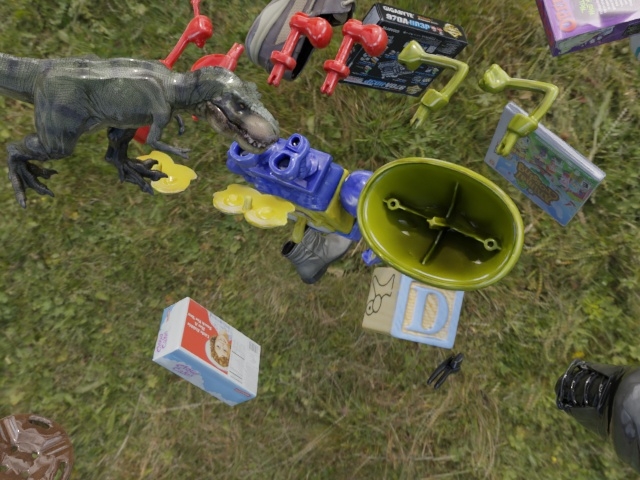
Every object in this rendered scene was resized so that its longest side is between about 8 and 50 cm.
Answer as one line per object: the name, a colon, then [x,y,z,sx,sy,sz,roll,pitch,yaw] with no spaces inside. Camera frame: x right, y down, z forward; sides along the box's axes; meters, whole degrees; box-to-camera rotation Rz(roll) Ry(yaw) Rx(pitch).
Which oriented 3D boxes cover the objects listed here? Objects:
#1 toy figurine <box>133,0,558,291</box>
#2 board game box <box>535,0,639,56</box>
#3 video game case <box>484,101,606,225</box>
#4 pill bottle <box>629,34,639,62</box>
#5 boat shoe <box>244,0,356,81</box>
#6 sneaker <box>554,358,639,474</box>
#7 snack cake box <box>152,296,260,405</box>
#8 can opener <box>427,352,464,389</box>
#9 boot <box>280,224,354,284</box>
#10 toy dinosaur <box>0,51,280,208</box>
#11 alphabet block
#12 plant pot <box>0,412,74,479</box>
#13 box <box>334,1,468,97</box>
toy figurine: [0.023,-0.072,0.563,0.363,0.217,0.191,20,83,19]
board game box: [0.388,-0.440,0.805,0.208,0.056,0.346,-10,73,9]
video game case: [0.413,-0.139,1.094,0.023,0.193,0.212,-41,70,-12]
pill bottle: [0.604,-0.303,0.927,0.146,0.146,0.264,-27,73,10]
boat shoe: [0.009,-0.449,1.067,0.130,0.132,0.355,42,112,5]
sneaker: [0.320,0.182,0.632,0.130,0.286,0.109,27,82,31]
snack cake box: [-0.268,0.275,1.407,0.089,0.152,0.264,-28,128,26]
can opener: [0.390,0.413,1.830,0.059,0.186,0.073,25,124,34]
boot: [0.000,0.000,1.709,0.246,0.084,0.161,-48,133,-22]
toy dinosaur: [-0.163,-0.079,0.386,0.269,0.064,0.118,6,140,-6]
alphabet block: [0.253,0.182,1.597,0.194,0.197,0.192,17,83,-18]
plant pot: [-0.402,0.322,0.760,0.167,0.167,0.165,33,130,-1]
box: [0.160,-0.378,1.173,0.220,0.175,0.051,1,63,-30]
